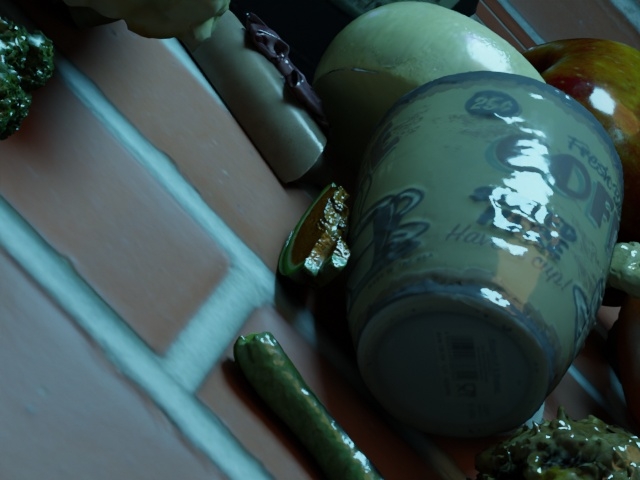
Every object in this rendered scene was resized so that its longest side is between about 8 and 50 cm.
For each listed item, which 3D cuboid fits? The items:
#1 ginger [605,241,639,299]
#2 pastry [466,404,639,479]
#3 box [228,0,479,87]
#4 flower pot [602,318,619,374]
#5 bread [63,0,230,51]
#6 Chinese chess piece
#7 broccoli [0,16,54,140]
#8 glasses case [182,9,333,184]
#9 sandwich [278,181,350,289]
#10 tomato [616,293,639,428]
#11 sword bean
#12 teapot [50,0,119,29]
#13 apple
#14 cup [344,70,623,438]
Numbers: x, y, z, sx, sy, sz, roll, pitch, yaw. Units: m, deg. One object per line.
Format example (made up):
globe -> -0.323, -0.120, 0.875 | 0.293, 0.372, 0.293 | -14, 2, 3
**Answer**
ginger -> 0.280, 0.028, 1.178 | 0.149, 0.259, 0.065 | -24, 100, -61
pastry -> 0.197, 0.234, 0.786 | 0.275, 0.192, 0.275 | 32, 1, -1
box -> -0.019, -0.277, 1.177 | 0.350, 0.211, 0.058 | 34, 23, -36
flower pot -> 0.445, 0.135, 1.460 | 0.235, 0.140, 0.235 | 40, 20, -18
bread -> -0.176, -0.358, 0.825 | 0.371, 0.279, 0.390 | 21, 29, -9
Chinese chess piece -> 0.111, -0.114, 1.125 | 0.251, 0.097, 0.251 | 31, -20, 13
broccoli -> -0.222, -0.098, 0.601 | 0.162, 0.137, 0.146 | 8, 21, 0
glasses case -> -0.037, -0.141, 1.100 | 0.193, 0.070, 0.102 | 55, 21, 16
sandwich -> -0.001, 0.000, 0.928 | 0.029, 0.067, 0.135 | 39, 27, -13
tomato -> 0.428, 0.117, 1.212 | 0.224, 0.256, 0.255 | 83, -17, -55
sword bean -> 0.032, 0.166, 0.755 | 0.269, 0.038, 0.043 | 51, -4, 8
teapot -> -0.178, -0.217, 0.954 | 0.110, 0.080, 0.085 | -91, 166, -78
apple -> 0.297, -0.081, 1.361 | 0.317, 0.288, 0.288 | 43, 22, -21
cup -> 0.126, 0.055, 0.956 | 0.257, 0.228, 0.301 | -66, 145, -50
